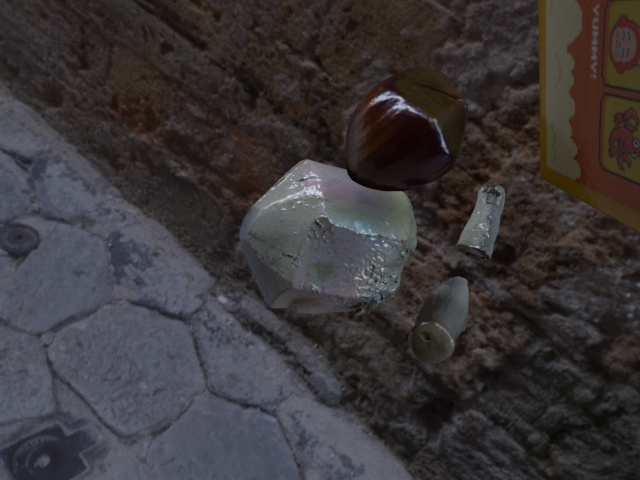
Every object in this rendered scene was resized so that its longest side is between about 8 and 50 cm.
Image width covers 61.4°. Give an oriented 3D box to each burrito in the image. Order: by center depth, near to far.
[{"bbox_3d":[0.356,-0.038,1.181,0.060,0.087,0.226,51,48,-26],"label":"burrito"}]

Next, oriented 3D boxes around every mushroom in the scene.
[{"bbox_3d":[0.236,0.157,1.051,0.096,0.108,0.247,58,33,-2],"label":"mushroom"}]

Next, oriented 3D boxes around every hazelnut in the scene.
[{"bbox_3d":[0.133,-0.168,0.864,0.181,0.181,0.212,17,44,9],"label":"hazelnut"}]

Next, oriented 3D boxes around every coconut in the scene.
[{"bbox_3d":[0.000,0.000,1.043,0.309,0.297,0.297,6,42,-22],"label":"coconut"}]

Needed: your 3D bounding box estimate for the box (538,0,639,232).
[{"bbox_3d":[0.331,-0.159,0.368,0.283,0.259,0.214,-12,23,-3],"label":"box"}]
